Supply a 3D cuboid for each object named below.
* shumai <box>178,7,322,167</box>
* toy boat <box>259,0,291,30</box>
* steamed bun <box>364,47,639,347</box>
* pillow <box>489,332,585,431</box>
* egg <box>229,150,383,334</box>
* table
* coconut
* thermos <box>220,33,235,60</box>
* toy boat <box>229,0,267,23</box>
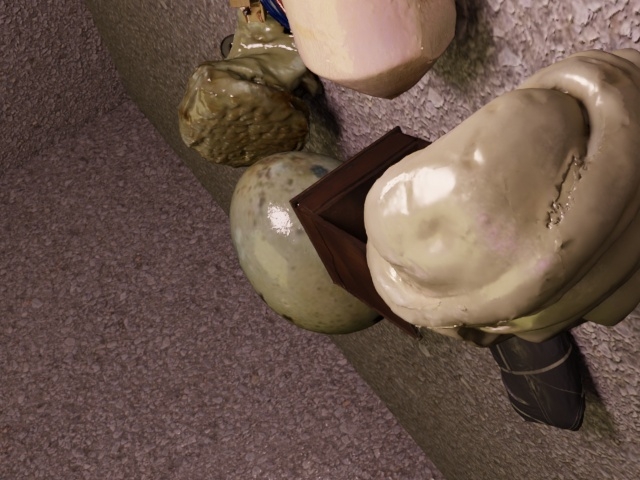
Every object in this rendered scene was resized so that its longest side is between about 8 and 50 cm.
[{"bbox_3d":[-0.152,-0.326,1.516,0.330,0.291,0.289,123,144,-65],"label":"shumai"},{"bbox_3d":[-0.012,-0.427,1.199,0.318,0.072,0.219,23,145,47],"label":"toy boat"},{"bbox_3d":[0.221,-0.012,0.754,0.247,0.339,0.352,60,165,8],"label":"steamed bun"},{"bbox_3d":[0.354,0.185,1.264,0.161,0.092,0.335,-8,112,50],"label":"pillow"},{"bbox_3d":[0.000,0.000,1.515,0.428,0.345,0.345,49,169,-18],"label":"egg"},{"bbox_3d":[0.142,-0.023,1.211,0.282,0.250,0.196,34,155,58],"label":"table"},{"bbox_3d":[0.069,-0.291,0.928,0.234,0.224,0.224,62,164,-23],"label":"coconut"},{"bbox_3d":[-0.205,-0.425,1.789,0.083,0.073,0.188,50,166,13],"label":"thermos"},{"bbox_3d":[-0.141,-0.495,1.323,0.057,0.077,0.201,6,119,30],"label":"toy boat"}]
